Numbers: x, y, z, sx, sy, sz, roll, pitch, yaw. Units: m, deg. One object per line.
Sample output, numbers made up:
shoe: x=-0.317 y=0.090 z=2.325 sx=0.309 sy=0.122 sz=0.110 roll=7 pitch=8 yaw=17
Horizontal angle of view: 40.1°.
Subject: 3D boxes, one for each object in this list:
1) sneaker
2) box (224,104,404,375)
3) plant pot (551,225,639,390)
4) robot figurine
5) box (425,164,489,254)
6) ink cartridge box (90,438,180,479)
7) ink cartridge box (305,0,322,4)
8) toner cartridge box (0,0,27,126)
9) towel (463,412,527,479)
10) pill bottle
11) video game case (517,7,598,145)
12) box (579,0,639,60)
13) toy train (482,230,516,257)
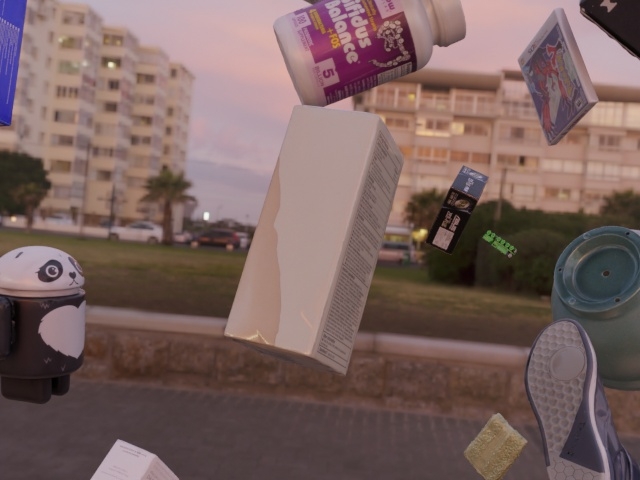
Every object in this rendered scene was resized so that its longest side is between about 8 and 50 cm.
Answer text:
sneaker: x=0.314 y=0.219 z=1.028 sx=0.086 sy=0.226 sz=0.163 roll=-20 pitch=-40 yaw=31
box: x=0.000 y=0.000 z=1.114 sx=0.121 sy=0.311 sz=0.148 roll=10 pitch=-15 yaw=23
plant pot: x=0.537 y=0.095 z=1.572 sx=0.293 sy=0.293 sz=0.196 roll=5 pitch=-29 yaw=45
robot figurine: x=-0.511 y=0.149 z=1.587 sx=0.174 sy=0.278 sz=0.209 roll=1 pitch=6 yaw=-21
box: x=0.351 y=-0.078 z=2.253 sx=0.078 sy=0.180 sz=0.147 roll=26 pitch=32 yaw=8
ink cartridge box: x=-0.298 y=0.437 z=1.310 sx=0.092 sy=0.218 sz=0.158 roll=10 pitch=-36 yaw=36
ink cartridge box: x=-0.053 y=-0.624 z=1.940 sx=0.191 sy=0.139 sz=0.082 roll=30 pitch=0 yaw=14
toner cartridge box: x=-0.551 y=-0.368 z=1.388 sx=0.075 sy=0.347 sz=0.165 roll=-1 pitch=-12 yaw=22
towel: x=0.407 y=0.488 z=2.050 sx=0.110 sy=0.148 sz=0.027 roll=44 pitch=25 yaw=28
pill bottle: x=0.085 y=-0.348 z=1.491 sx=0.302 sy=0.169 sz=0.169 roll=-22 pitch=0 yaw=-1
video game case: x=0.450 y=-0.309 z=1.682 sx=0.023 sy=0.201 sz=0.183 roll=-11 pitch=-17 yaw=-14
box: x=0.731 y=-0.580 z=1.540 sx=0.297 sy=0.480 sz=0.471 roll=37 pitch=38 yaw=-5
toy train: x=0.349 y=0.008 z=1.711 sx=0.017 sy=0.023 sz=0.083 roll=33 pitch=6 yaw=-43
